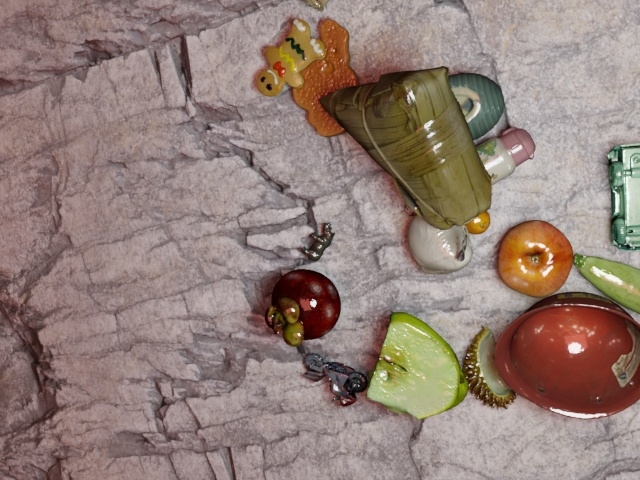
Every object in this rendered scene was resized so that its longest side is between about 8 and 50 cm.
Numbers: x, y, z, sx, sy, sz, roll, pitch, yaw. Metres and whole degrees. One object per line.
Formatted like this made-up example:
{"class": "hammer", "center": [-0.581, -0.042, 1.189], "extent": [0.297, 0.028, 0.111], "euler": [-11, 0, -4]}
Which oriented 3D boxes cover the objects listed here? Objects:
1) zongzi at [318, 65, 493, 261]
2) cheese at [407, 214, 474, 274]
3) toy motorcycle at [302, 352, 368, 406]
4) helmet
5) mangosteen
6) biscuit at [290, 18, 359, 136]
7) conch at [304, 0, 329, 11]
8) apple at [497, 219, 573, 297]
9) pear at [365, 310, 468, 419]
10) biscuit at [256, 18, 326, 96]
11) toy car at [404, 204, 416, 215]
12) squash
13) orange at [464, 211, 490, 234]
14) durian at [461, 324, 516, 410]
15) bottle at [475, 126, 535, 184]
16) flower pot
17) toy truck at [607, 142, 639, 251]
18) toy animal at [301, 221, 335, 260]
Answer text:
{"class": "zongzi", "center": [0.232, -0.207, 1.658], "extent": [0.218, 0.467, 0.500], "euler": [-35, 111, -19]}
{"class": "cheese", "center": [0.327, 0.001, 1.714], "extent": [0.154, 0.198, 0.189], "euler": [-9, 81, -15]}
{"class": "toy motorcycle", "center": [0.041, 0.430, 1.886], "extent": [0.213, 0.082, 0.122], "euler": [20, 102, 22]}
{"class": "helmet", "center": [0.666, 0.267, 1.636], "extent": [0.384, 0.230, 0.338], "euler": [3, 115, 17]}
{"class": "mangosteen", "center": [-0.060, 0.205, 1.789], "extent": [0.215, 0.257, 0.215], "euler": [16, 125, 24]}
{"class": "biscuit", "center": [0.011, -0.470, 1.798], "extent": [0.202, 0.047, 0.334], "euler": [-11, 91, 19]}
{"class": "conch", "center": [-0.045, -0.749, 1.738], "extent": [0.155, 0.130, 0.207], "euler": [-38, 101, 27]}
{"class": "apple", "center": [0.580, 0.051, 1.668], "extent": [0.209, 0.164, 0.210], "euler": [1, 95, 15]}
{"class": "pear", "center": [0.292, 0.363, 1.765], "extent": [0.281, 0.176, 0.287], "euler": [19, 105, 11]}
{"class": "biscuit", "center": [-0.098, -0.518, 1.789], "extent": [0.240, 0.035, 0.158], "euler": [-45, 78, 18]}
{"class": "toy car", "center": [0.276, -0.115, 1.790], "extent": [0.041, 0.025, 0.093], "euler": [23, 98, 11]}
{"class": "squash", "center": [0.844, 0.134, 1.640], "extent": [0.370, 0.118, 0.118], "euler": [23, 101, 9]}
{"class": "orange", "center": [0.438, -0.057, 1.732], "extent": [0.083, 0.083, 0.084], "euler": [2, 97, 13]}
{"class": "durian", "center": [0.483, 0.379, 1.765], "extent": [0.139, 0.144, 0.252], "euler": [-28, 84, -7]}
{"class": "bottle", "center": [0.464, -0.214, 1.688], "extent": [0.253, 0.120, 0.120], "euler": [-32, 89, 13]}
{"class": "flower pot", "center": [0.375, -0.357, 1.671], "extent": [0.243, 0.157, 0.189], "euler": [-15, 95, 21]}
{"class": "toy truck", "center": [0.830, -0.113, 1.593], "extent": [0.154, 0.156, 0.279], "euler": [-4, 96, 14]}
{"class": "toy animal", "center": [0.000, 0.000, 1.859], "extent": [0.065, 0.047, 0.136], "euler": [35, 101, 2]}
